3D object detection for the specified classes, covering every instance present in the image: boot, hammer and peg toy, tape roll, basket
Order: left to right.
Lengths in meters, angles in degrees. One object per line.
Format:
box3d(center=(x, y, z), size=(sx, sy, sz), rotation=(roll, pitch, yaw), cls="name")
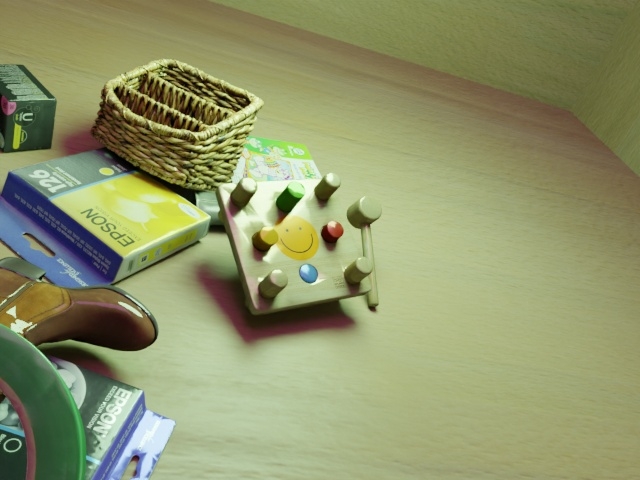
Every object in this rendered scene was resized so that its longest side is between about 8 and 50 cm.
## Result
box3d(center=(-0.394, 0.226, 0.574), size=(0.321, 0.077, 0.321), rotation=(6, 70, -16), cls="tape roll")
box3d(center=(-0.364, 0.131, 0.767), size=(0.264, 0.096, 0.280), rotation=(29, 19, -9), cls="boot")
box3d(center=(-0.315, -0.262, 1.280), size=(0.299, 0.223, 0.213), rotation=(30, 14, 22), cls="basket")
box3d(center=(-0.156, -0.045, 1.262), size=(0.208, 0.076, 0.189), rotation=(10, 21, -30), cls="boot")
box3d(center=(0.000, 0.000, 1.160), size=(0.361, 0.127, 0.266), rotation=(-6, 67, -32), cls="hammer and peg toy")

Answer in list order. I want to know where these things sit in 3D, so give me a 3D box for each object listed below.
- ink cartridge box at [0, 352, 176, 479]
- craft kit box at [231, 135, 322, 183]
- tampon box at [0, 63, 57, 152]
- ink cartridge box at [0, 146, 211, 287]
box3d(center=(-0.309, 0.254, 0.763), size=(0.208, 0.045, 0.206), rotation=(21, 31, -3), cls="ink cartridge box")
box3d(center=(-0.124, -0.169, 1.483), size=(0.246, 0.061, 0.250), rotation=(7, 36, -27), cls="craft kit box")
box3d(center=(-0.639, -0.278, 1.267), size=(0.101, 0.120, 0.161), rotation=(-16, 49, -45), cls="tampon box")
box3d(center=(-0.418, -0.052, 1.123), size=(0.303, 0.072, 0.307), rotation=(34, 32, 17), cls="ink cartridge box")
